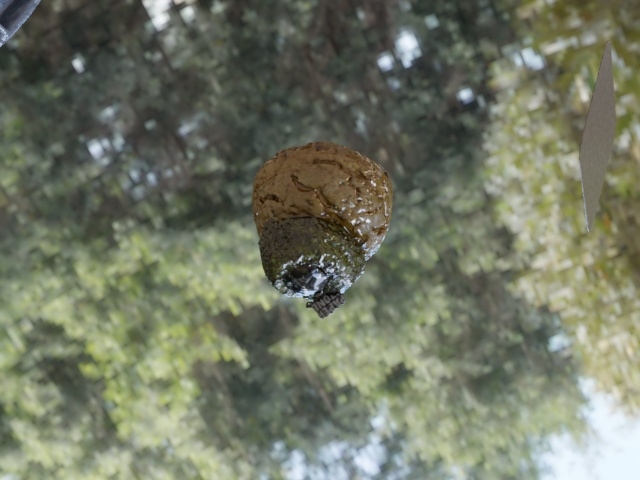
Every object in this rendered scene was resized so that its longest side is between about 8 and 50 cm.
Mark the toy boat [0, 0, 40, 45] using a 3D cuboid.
[{"bbox_3d":[-0.483,-0.337,2.344,0.283,0.127,0.078,-51,-137,-8],"label":"toy boat"}]

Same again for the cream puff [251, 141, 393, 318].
[{"bbox_3d":[0.000,0.000,1.969,0.183,0.183,0.169,-13,-131,20],"label":"cream puff"}]

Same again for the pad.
[{"bbox_3d":[0.366,-0.133,2.183,0.002,0.266,0.176,11,-111,17],"label":"pad"}]
